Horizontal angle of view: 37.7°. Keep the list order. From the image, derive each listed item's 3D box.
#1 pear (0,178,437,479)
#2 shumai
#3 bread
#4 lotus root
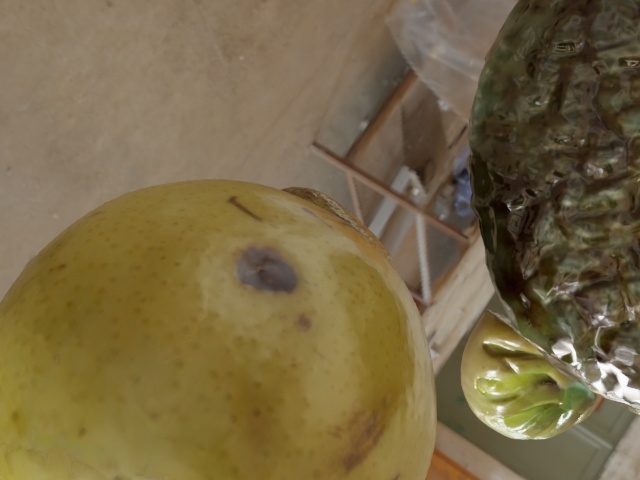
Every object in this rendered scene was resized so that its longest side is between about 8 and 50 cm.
[{"bbox_3d":[-0.080,0.119,0.700,0.348,0.348,0.348,-49,161,-24],"label":"pear"},{"bbox_3d":[0.315,-0.052,0.790,0.395,0.395,0.348,-60,167,8],"label":"shumai"},{"bbox_3d":[0.301,0.219,1.368,0.261,0.158,0.156,27,98,-39],"label":"bread"},{"bbox_3d":[0.000,0.000,1.055,0.110,0.258,0.097,-9,114,-31],"label":"lotus root"}]
